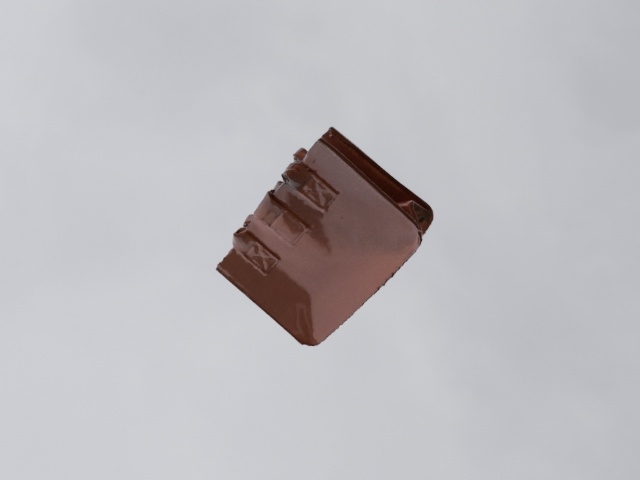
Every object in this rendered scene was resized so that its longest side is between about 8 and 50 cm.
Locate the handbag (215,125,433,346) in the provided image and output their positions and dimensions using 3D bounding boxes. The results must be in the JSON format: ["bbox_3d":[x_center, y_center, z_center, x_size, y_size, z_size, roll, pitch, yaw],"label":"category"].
[{"bbox_3d":[0.000,0.000,0.896,0.157,0.212,0.059,40,-145,-2],"label":"handbag"}]
